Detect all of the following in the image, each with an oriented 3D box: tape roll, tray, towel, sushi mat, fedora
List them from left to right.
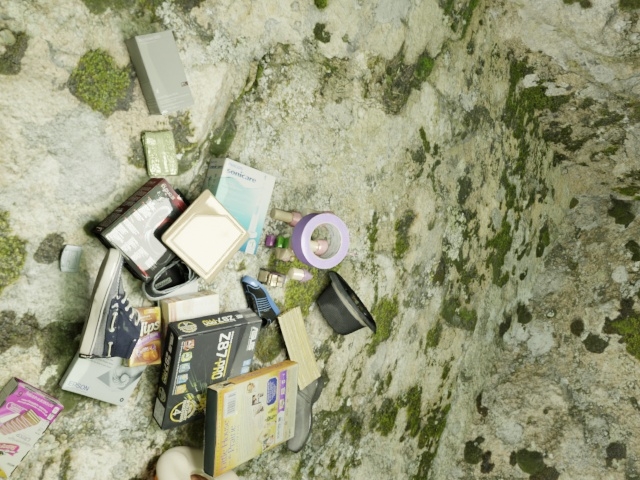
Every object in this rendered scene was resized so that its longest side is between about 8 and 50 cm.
[{"bbox_3d":[-0.520,-0.283,1.713,0.110,0.027,0.148,-15,106,-39],"label":"towel"},{"bbox_3d":[-0.498,0.253,1.812,0.145,0.030,0.270,-3,98,-41],"label":"tray"},{"bbox_3d":[-0.085,0.430,2.126,0.151,0.019,0.317,-24,99,-54],"label":"sushi mat"},{"bbox_3d":[0.000,0.000,1.810,0.189,0.080,0.189,-2,93,-29],"label":"tape roll"},{"bbox_3d":[0.093,0.292,2.207,0.152,0.334,0.334,-37,124,5],"label":"fedora"}]

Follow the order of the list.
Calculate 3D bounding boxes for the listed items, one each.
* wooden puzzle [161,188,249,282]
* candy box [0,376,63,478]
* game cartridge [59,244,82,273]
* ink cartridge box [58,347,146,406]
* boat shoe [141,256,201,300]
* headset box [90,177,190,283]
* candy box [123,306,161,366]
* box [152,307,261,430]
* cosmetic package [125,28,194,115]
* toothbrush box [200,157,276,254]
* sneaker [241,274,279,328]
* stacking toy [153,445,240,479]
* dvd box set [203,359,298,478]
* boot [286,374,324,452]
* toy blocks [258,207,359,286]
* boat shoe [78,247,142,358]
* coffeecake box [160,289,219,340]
[{"bbox_3d":[-0.372,-0.013,1.715,0.221,0.044,0.239,-51,124,-20],"label":"wooden puzzle"},{"bbox_3d":[-0.885,0.534,1.499,0.159,0.071,0.233,48,67,-35],"label":"candy box"},{"bbox_3d":[-0.751,0.055,1.576,0.056,0.017,0.083,12,89,-44],"label":"game cartridge"},{"bbox_3d":[-0.672,0.395,1.675,0.223,0.045,0.224,34,74,-38],"label":"ink cartridge box"},{"bbox_3d":[-0.451,0.096,1.752,0.301,0.102,0.108,-32,94,-41],"label":"boat shoe"},{"bbox_3d":[-0.536,-0.046,1.680,0.293,0.110,0.218,-49,124,-24],"label":"headset box"},{"bbox_3d":[-0.579,0.311,1.704,0.109,0.053,0.187,4,78,-45],"label":"candy box"},{"bbox_3d":[-0.392,0.440,1.813,0.318,0.097,0.395,-5,119,-43],"label":"box"},{"bbox_3d":[-0.501,-0.524,1.644,0.127,0.107,0.238,-29,118,-31],"label":"cosmetic package"},{"bbox_3d":[-0.308,-0.119,1.852,0.216,0.126,0.296,17,87,-39],"label":"toothbrush box"},{"bbox_3d":[-0.240,0.237,1.995,0.090,0.081,0.232,-53,127,-30],"label":"sneaker"},{"bbox_3d":[-0.504,0.993,1.792,0.350,0.350,0.480,30,94,-39],"label":"stacking toy"},{"bbox_3d":[-0.240,0.628,1.898,0.420,0.062,0.308,-4,99,-53],"label":"dvd box set"},{"bbox_3d":[-0.130,0.679,2.151,0.222,0.118,0.338,29,67,-36],"label":"boot"},{"bbox_3d":[-0.042,0.043,1.997,0.260,0.288,0.309,14,85,-35],"label":"toy blocks"},{"bbox_3d":[-0.606,0.198,1.579,0.158,0.127,0.341,15,99,-27],"label":"boat shoe"},{"bbox_3d":[-0.444,0.259,1.793,0.185,0.068,0.142,-7,103,-39],"label":"coffeecake box"}]
